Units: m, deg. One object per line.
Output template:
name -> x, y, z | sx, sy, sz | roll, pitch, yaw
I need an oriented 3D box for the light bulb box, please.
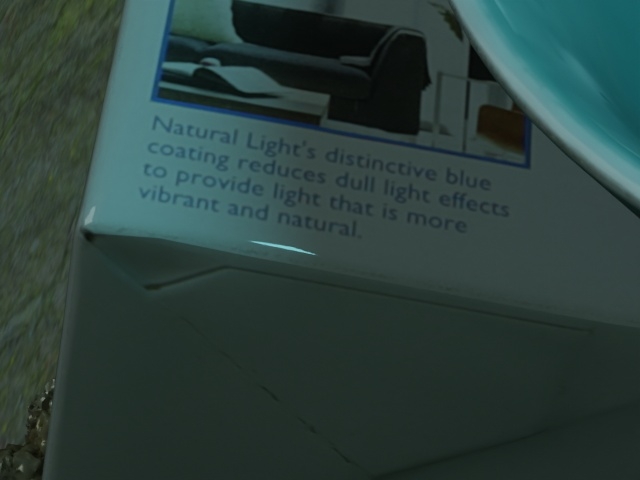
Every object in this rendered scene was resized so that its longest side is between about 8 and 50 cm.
light bulb box -> 0.019, -0.026, 0.729 | 0.358, 0.225, 0.361 | 109, 170, -53

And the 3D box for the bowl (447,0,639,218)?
bowl -> 0.192, -0.082, 0.448 | 0.311, 0.163, 0.311 | -9, 59, 15

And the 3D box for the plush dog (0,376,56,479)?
plush dog -> -0.247, 0.202, 1.096 | 0.210, 0.225, 0.262 | -34, 38, 41
